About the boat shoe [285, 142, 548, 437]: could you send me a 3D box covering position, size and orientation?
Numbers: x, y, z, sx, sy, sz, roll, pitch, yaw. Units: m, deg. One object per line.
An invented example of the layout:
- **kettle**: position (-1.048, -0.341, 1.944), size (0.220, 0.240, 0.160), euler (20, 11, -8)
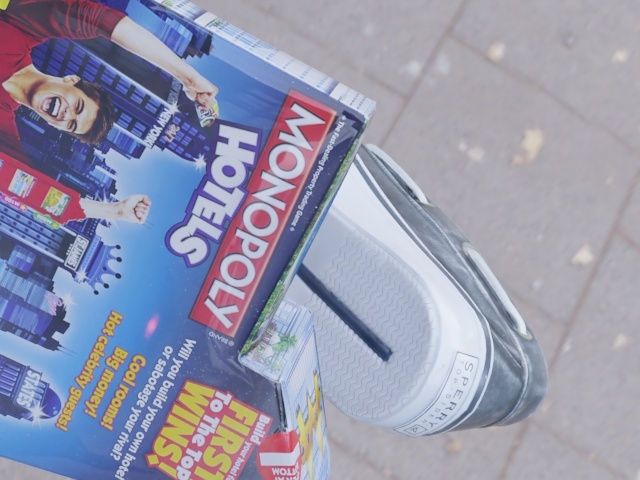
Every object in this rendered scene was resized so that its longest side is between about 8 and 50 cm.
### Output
- **boat shoe**: position (0.000, 0.000, 0.982), size (0.119, 0.121, 0.335), euler (22, 23, -46)

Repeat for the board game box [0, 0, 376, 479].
- **board game box**: position (-0.063, 0.008, 0.592), size (0.194, 0.194, 0.060), euler (29, 24, -1)
